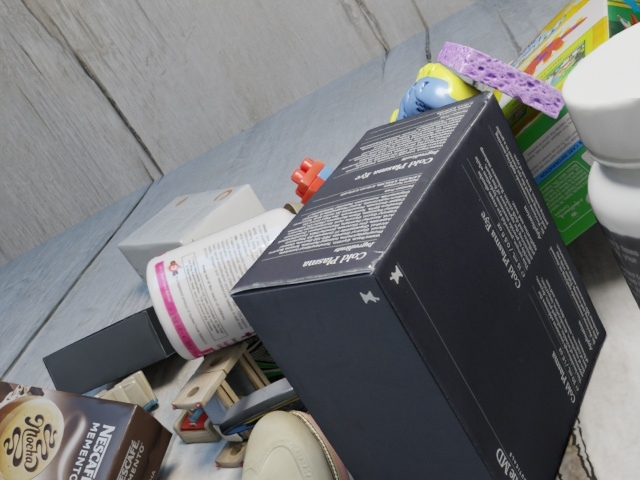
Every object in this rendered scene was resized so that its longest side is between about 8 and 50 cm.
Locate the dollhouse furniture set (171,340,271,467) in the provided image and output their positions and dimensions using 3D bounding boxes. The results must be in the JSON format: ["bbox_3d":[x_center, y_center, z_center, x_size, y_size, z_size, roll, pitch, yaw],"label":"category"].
[{"bbox_3d":[-0.175,0.250,1.200,0.183,0.129,0.129,-14,27,39],"label":"dollhouse furniture set"}]

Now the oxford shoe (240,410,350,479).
[{"bbox_3d":[-0.059,0.299,0.803,0.140,0.146,0.397,-50,21,20],"label":"oxford shoe"}]

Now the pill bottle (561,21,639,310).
[{"bbox_3d":[0.357,-0.010,0.686,0.204,0.361,0.204,-28,21,12],"label":"pill bottle"}]

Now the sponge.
[{"bbox_3d":[0.204,-0.191,0.928,0.210,0.117,0.031,-84,18,-74],"label":"sponge"}]

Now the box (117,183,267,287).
[{"bbox_3d":[-0.282,0.008,1.857,0.215,0.168,0.345,-44,22,-29],"label":"box"}]

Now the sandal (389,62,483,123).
[{"bbox_3d":[0.133,-0.120,1.028,0.138,0.126,0.317,-55,-2,-11],"label":"sandal"}]

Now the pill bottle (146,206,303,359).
[{"bbox_3d":[-0.090,0.050,1.153,0.283,0.160,0.160,-22,21,1],"label":"pill bottle"}]

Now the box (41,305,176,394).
[{"bbox_3d":[-0.376,0.204,1.564,0.261,0.103,0.184,-24,3,20],"label":"box"}]

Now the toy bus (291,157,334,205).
[{"bbox_3d":[0.029,-0.039,1.382,0.220,0.211,0.149,-58,2,-31],"label":"toy bus"}]

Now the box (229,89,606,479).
[{"bbox_3d":[0.126,0.079,0.846,0.179,0.343,0.312,-13,27,40],"label":"box"}]

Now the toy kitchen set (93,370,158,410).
[{"bbox_3d":[-0.374,0.331,1.379,0.166,0.122,0.207,-29,0,11],"label":"toy kitchen set"}]

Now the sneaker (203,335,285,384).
[{"bbox_3d":[-0.044,0.139,1.244,0.343,0.146,0.134,-24,22,19],"label":"sneaker"}]

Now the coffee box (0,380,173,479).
[{"bbox_3d":[-0.391,0.316,1.173,0.297,0.119,0.168,3,57,23],"label":"coffee box"}]

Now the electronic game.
[{"bbox_3d":[-0.027,0.207,1.067,0.229,0.048,0.229,-23,-14,-6],"label":"electronic game"}]

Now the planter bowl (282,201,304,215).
[{"bbox_3d":[0.000,0.000,1.514,0.109,0.162,0.162,-10,15,-17],"label":"planter bowl"}]

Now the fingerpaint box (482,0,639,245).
[{"bbox_3d":[0.293,-0.124,1.137,0.445,0.163,0.371,-46,10,35],"label":"fingerpaint box"}]

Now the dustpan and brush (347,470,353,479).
[{"bbox_3d":[0.002,0.286,0.959,0.147,0.060,0.211,-39,22,-19],"label":"dustpan and brush"}]
